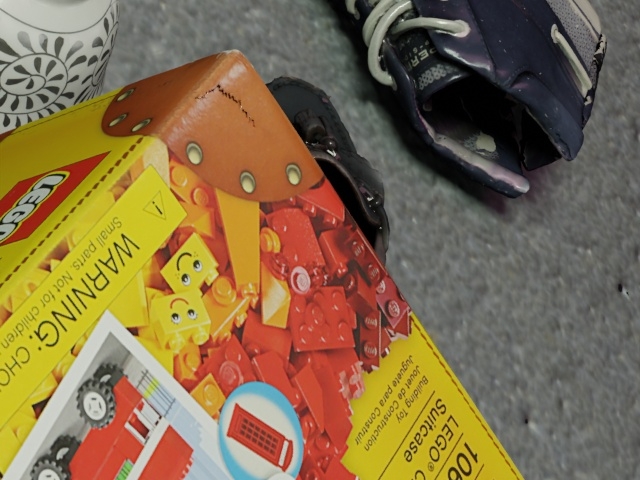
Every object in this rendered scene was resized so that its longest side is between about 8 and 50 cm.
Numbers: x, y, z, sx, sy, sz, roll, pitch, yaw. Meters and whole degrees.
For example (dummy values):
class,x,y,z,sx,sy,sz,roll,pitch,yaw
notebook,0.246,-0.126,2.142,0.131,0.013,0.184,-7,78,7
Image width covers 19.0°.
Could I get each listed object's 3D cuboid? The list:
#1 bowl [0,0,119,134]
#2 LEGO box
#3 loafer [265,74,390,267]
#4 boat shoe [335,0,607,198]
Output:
class,x,y,z,sx,sy,sz,roll,pitch,yaw
bowl,-0.168,-0.145,1.044,0.170,0.080,0.170,23,50,-31
LEGO box,-0.114,0.234,0.649,0.372,0.193,0.500,56,45,-20
loafer,0.000,0.000,1.052,0.109,0.095,0.302,19,39,-17
boat shoe,0.057,-0.174,1.236,0.340,0.127,0.158,37,36,-19
